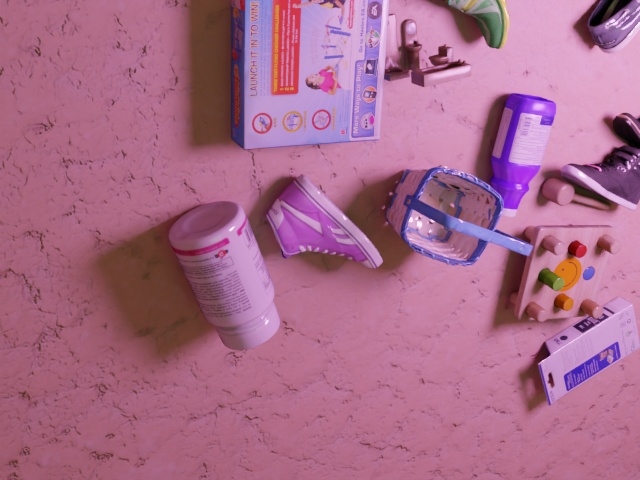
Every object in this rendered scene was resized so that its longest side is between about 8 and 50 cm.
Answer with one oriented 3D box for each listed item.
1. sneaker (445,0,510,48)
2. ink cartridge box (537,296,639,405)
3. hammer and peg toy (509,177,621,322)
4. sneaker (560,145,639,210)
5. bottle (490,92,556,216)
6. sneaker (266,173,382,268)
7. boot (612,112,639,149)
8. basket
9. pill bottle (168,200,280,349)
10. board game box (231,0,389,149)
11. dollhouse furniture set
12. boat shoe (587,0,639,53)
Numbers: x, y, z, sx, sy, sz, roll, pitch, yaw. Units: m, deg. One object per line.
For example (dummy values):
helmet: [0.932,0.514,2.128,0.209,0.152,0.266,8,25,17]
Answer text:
sneaker: [0.308,-0.525,1.723,0.123,0.109,0.296,-26,124,13]
ink cartridge box: [0.731,0.305,2.283,0.332,0.065,0.166,-28,120,-14]
hammer and peg toy: [0.638,0.032,2.084,0.265,0.127,0.362,0,111,-25]
sneaker: [0.717,-0.182,2.052,0.295,0.104,0.147,16,102,-36]
bottle: [0.461,-0.197,1.924,0.118,0.092,0.283,2,110,-25]
sneaker: [0.000,0.000,1.793,0.282,0.102,0.161,42,93,-22]
boot: [0.818,-0.306,2.068,0.197,0.077,0.137,30,92,-45]
basket: [0.288,-0.048,1.789,0.254,0.289,0.201,19,102,-32]
pill bottle: [-0.189,0.076,1.692,0.160,0.160,0.283,-26,119,-13]
board game box: [-0.023,-0.347,1.636,0.301,0.086,0.309,-6,114,-23]
dollhouse furniture set: [0.206,-0.396,1.686,0.144,0.151,0.123,-17,117,-21]
boat shoe: [0.726,-0.584,1.875,0.099,0.116,0.320,27,103,-35]
